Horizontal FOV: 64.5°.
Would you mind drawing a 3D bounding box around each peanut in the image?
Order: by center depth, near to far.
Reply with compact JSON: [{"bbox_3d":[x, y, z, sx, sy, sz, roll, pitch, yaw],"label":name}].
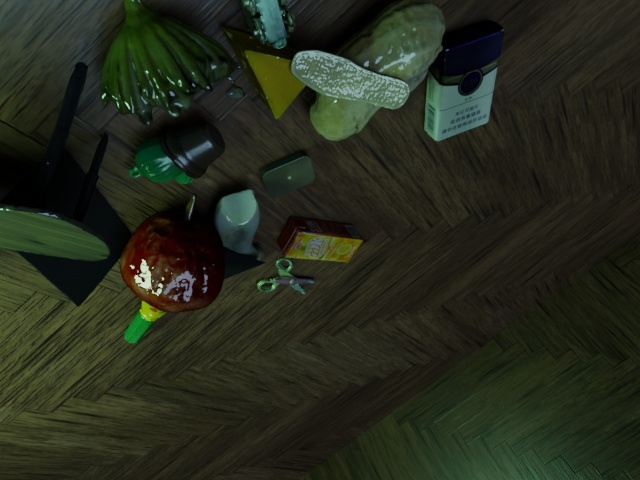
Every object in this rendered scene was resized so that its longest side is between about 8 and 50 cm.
[{"bbox_3d":[0.107,-0.355,1.047,0.340,0.158,0.174,-33,160,12],"label":"peanut"}]

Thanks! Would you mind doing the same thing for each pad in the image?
[{"bbox_3d":[-0.507,-0.020,1.027,0.202,0.005,0.300,-59,151,-27],"label":"pad"},{"bbox_3d":[-0.252,0.068,1.312,0.190,0.004,0.127,-21,151,37],"label":"pad"}]

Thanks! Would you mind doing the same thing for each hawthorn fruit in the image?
[{"bbox_3d":[-0.321,0.019,1.142,0.230,0.210,0.266,12,102,-12],"label":"hawthorn fruit"}]

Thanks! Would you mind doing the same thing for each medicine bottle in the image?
[{"bbox_3d":[-0.434,0.173,1.328,0.095,0.064,0.260,20,120,-41],"label":"medicine bottle"}]

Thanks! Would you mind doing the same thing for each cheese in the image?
[{"bbox_3d":[-0.112,-0.332,0.952,0.126,0.093,0.171,-45,151,16],"label":"cheese"}]

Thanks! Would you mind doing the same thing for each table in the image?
[{"bbox_3d":[-0.444,-0.128,0.804,0.317,0.249,0.317,5,165,1],"label":"table"}]

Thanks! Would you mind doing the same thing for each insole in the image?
[{"bbox_3d":[0.060,-0.303,0.970,0.248,0.011,0.081,10,129,-21],"label":"insole"}]

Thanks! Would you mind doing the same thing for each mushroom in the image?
[{"bbox_3d":[-0.203,-0.015,1.259,0.118,0.103,0.270,-11,149,-10],"label":"mushroom"}]

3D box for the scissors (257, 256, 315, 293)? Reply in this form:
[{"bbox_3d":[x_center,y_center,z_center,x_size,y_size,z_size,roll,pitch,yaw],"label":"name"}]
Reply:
[{"bbox_3d":[-0.091,0.118,1.524,0.133,0.020,0.187,-48,137,14],"label":"scissors"}]

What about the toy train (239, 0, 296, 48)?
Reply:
[{"bbox_3d":[-0.105,-0.425,0.854,0.081,0.125,0.194,-27,138,-8],"label":"toy train"}]

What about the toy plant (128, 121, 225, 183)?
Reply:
[{"bbox_3d":[-0.292,-0.168,1.034,0.200,0.105,0.143,-22,158,16],"label":"toy plant"}]

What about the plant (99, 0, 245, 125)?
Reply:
[{"bbox_3d":[-0.290,-0.369,0.850,0.251,0.180,0.333,-20,108,-3],"label":"plant"}]

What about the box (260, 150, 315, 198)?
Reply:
[{"bbox_3d":[-0.079,-0.160,1.227,0.126,0.031,0.091,-25,141,-7],"label":"box"}]

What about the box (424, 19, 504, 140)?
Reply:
[{"bbox_3d":[0.342,-0.382,1.229,0.168,0.071,0.259,-22,142,-10],"label":"box"}]

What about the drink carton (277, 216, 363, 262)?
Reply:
[{"bbox_3d":[0.000,0.000,1.417,0.223,0.071,0.096,6,130,-37],"label":"drink carton"}]
